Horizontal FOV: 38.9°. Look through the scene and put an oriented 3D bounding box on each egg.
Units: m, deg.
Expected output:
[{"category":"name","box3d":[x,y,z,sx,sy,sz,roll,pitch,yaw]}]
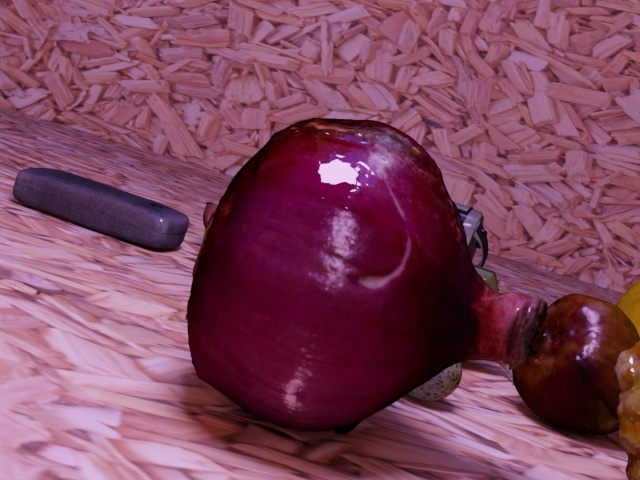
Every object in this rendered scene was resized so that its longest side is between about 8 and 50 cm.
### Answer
[{"category":"egg","box3d":[0.133,0.167,1.195,0.110,0.085,0.085,3,-2,36]}]

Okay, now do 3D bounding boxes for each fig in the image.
[{"category":"fig","box3d":[0.414,0.206,1.271,0.290,0.190,0.190,33,7,-2]}]

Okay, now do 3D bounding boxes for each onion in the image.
[{"category":"onion","box3d":[0.059,0.048,0.947,0.385,0.348,0.348,15,7,3]}]

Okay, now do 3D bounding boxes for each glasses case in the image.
[{"category":"glasses case","box3d":[-0.408,-0.062,1.697,0.323,0.074,0.131,19,9,12]}]

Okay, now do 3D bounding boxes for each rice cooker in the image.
[{"category":"rice cooker","box3d":[0.290,0.008,2.232,0.244,0.226,0.226,17,7,13]}]

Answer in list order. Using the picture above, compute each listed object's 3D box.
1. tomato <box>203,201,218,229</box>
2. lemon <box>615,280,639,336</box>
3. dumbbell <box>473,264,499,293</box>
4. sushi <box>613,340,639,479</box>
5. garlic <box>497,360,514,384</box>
[{"category":"tomato","box3d":[-0.131,0.000,1.789,0.228,0.101,0.228,18,-1,0]},{"category":"lemon","box3d":[0.650,0.181,1.625,0.284,0.260,0.260,17,7,-9]},{"category":"dumbbell","box3d":[0.301,0.116,1.840,0.108,0.121,0.302,-11,0,15]},{"category":"sushi","box3d":[0.373,0.226,0.872,0.139,0.274,0.184,-11,-14,34]},{"category":"garlic","box3d":[0.200,0.142,1.458,0.245,0.145,0.164,16,39,-18]}]
